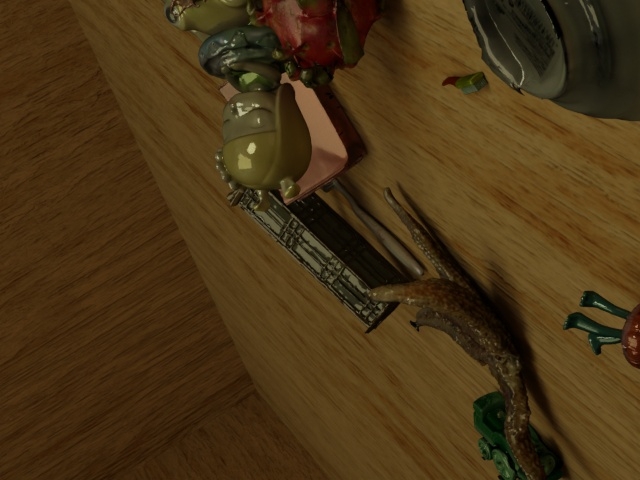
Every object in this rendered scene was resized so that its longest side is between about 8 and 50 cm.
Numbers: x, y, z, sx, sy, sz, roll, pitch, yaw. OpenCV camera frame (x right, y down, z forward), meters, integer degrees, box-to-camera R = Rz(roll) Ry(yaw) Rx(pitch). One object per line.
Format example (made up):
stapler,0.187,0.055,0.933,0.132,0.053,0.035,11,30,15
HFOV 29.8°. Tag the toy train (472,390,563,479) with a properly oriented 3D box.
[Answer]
toy train,0.300,0.317,1.829,0.178,0.071,0.105,44,150,50

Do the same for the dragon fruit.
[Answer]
dragon fruit,-0.002,-0.272,1.394,0.172,0.160,0.166,68,-155,-18

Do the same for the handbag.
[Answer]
handbag,-0.046,-0.177,1.810,0.157,0.059,0.213,-32,88,32

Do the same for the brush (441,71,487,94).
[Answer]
brush,0.159,-0.174,1.342,0.021,0.019,0.083,52,167,-17

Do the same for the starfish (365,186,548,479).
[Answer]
starfish,0.193,0.142,1.701,0.398,0.132,0.384,52,179,-41

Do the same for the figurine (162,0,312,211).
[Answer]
figurine,-0.068,-0.236,1.542,0.226,0.274,0.394,-17,77,43

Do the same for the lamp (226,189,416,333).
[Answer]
lamp,0.000,0.000,1.937,0.325,0.089,0.090,42,134,8

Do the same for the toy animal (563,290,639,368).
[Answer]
toy animal,0.336,0.114,1.178,0.208,0.100,0.103,21,104,49

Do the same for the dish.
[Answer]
dish,0.192,-0.200,1.030,0.260,0.085,0.260,54,166,20

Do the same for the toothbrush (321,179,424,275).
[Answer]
toothbrush,0.073,-0.031,1.943,0.307,0.029,0.025,47,164,40
